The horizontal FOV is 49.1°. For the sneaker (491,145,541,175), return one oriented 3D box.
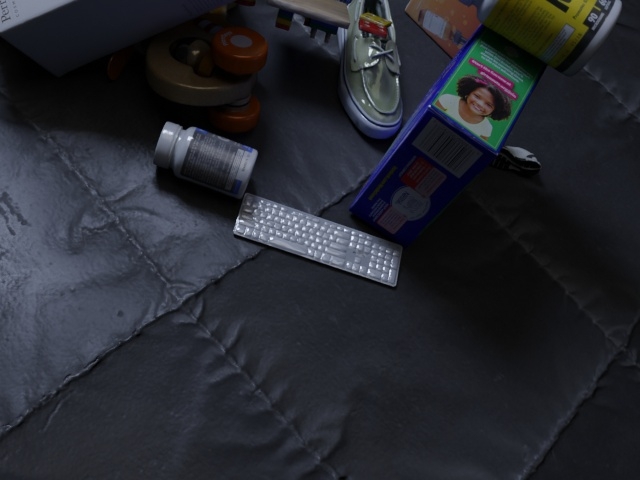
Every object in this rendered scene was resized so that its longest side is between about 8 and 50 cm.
[{"bbox_3d":[0.340,-0.150,1.255,0.109,0.040,0.044,19,39,-13],"label":"sneaker"}]

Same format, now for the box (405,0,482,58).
[{"bbox_3d":[0.270,-0.443,1.343,0.091,0.130,0.170,-34,76,-34],"label":"box"}]

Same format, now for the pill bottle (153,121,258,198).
[{"bbox_3d":[-0.166,-0.118,1.014,0.137,0.078,0.078,20,55,-9],"label":"pill bottle"}]

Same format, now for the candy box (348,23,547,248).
[{"bbox_3d":[0.205,-0.180,1.076,0.122,0.268,0.317,35,55,-2],"label":"candy box"}]

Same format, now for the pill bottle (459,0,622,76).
[{"bbox_3d":[0.290,-0.328,0.962,0.208,0.119,0.119,31,55,0],"label":"pill bottle"}]

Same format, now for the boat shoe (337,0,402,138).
[{"bbox_3d":[0.086,-0.317,1.219,0.109,0.094,0.303,1,60,-20],"label":"boat shoe"}]

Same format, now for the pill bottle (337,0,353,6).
[{"bbox_3d":[0.012,-0.464,1.296,0.120,0.067,0.067,-11,65,-26],"label":"pill bottle"}]

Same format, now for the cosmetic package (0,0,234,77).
[{"bbox_3d":[-0.270,-0.403,0.983,0.365,0.155,0.197,-21,77,6],"label":"cosmetic package"}]

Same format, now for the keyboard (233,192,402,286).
[{"bbox_3d":[0.000,0.000,1.046,0.255,0.014,0.072,18,56,-9],"label":"keyboard"}]

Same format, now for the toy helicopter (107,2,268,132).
[{"bbox_3d":[-0.200,-0.336,1.127,0.234,0.140,0.355,7,47,-6],"label":"toy helicopter"}]

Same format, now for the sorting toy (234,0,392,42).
[{"bbox_3d":[-0.015,-0.367,1.144,0.274,0.046,0.132,14,30,-10],"label":"sorting toy"}]
